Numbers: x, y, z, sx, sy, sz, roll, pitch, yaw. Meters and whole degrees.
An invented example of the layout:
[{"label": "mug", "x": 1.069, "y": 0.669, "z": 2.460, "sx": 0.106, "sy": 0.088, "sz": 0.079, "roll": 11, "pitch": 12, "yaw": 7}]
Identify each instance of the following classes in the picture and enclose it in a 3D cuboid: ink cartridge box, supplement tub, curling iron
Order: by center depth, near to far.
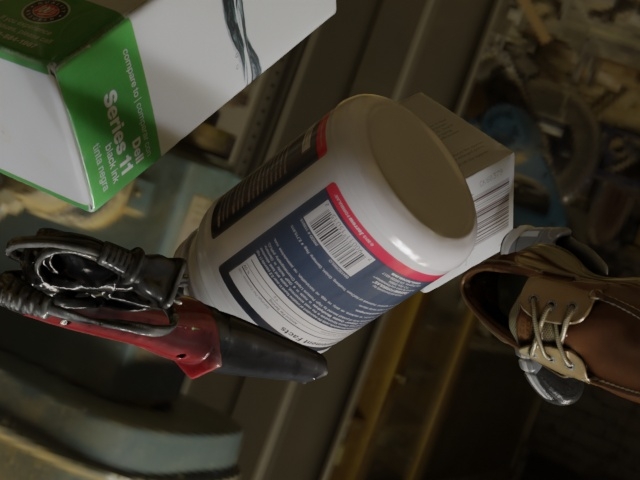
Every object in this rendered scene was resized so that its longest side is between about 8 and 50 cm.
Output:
[{"label": "curling iron", "x": -0.050, "y": 0.044, "z": 0.485, "sx": 0.068, "sy": 0.035, "sz": 0.274, "roll": 8, "pitch": 168, "yaw": 20}, {"label": "ink cartridge box", "x": -0.109, "y": -0.125, "z": 0.572, "sx": 0.153, "sy": 0.208, "sz": 0.087, "roll": 22, "pitch": 139, "yaw": 29}, {"label": "supplement tub", "x": 0.000, "y": 0.000, "z": 1.081, "sx": 0.272, "sy": 0.191, "sz": 0.191, "roll": -35, "pitch": 143, "yaw": 32}]

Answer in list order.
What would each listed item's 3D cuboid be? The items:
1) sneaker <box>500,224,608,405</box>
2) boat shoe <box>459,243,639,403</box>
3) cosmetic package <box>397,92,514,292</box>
[{"label": "sneaker", "x": 0.293, "y": 0.090, "z": 1.291, "sx": 0.086, "sy": 0.229, "sz": 0.132, "roll": -21, "pitch": -174, "yaw": -31}, {"label": "boat shoe", "x": 0.246, "y": 0.087, "z": 1.089, "sx": 0.119, "sy": 0.123, "sz": 0.324, "roll": -4, "pitch": -168, "yaw": -21}, {"label": "cosmetic package", "x": 0.130, "y": -0.064, "z": 1.384, "sx": 0.183, "sy": 0.151, "sz": 0.151, "roll": 40, "pitch": 149, "yaw": 42}]
